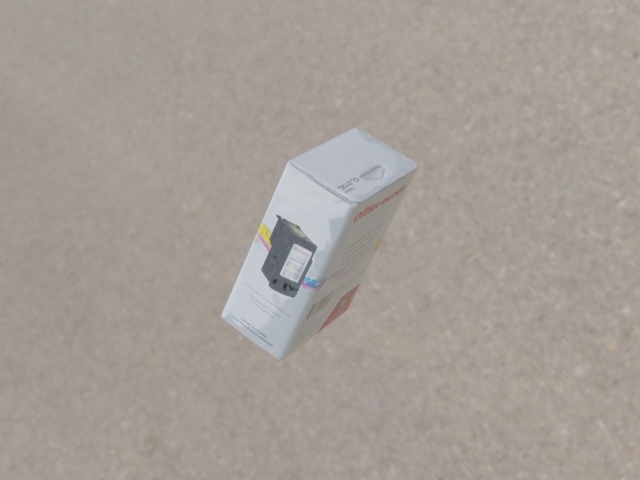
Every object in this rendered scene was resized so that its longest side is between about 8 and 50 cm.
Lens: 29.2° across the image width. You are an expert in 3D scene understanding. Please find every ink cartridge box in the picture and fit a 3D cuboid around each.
[{"bbox_3d":[0.000,0.000,1.082,0.127,0.072,0.175,-32,-28,-55],"label":"ink cartridge box"}]
